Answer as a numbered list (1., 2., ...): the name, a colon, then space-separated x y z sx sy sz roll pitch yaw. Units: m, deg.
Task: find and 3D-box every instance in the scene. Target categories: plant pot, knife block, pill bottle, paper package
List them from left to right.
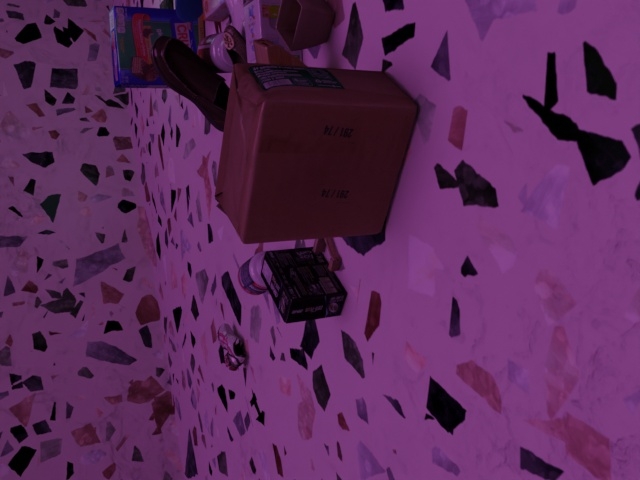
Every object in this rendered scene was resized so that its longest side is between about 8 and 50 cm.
1. pill bottle: -0.291 -0.573 1.930 0.216 0.121 0.121 27 118 60
2. pill bottle: -0.162 0.088 1.804 0.180 0.107 0.108 -34 64 61
3. knife block: -0.084 -0.286 1.440 0.242 0.275 0.088 -57 36 7
4. plant pot: -0.031 -0.504 1.439 0.109 0.096 0.109 62 147 38
5. paper package: -0.014 -0.166 1.213 0.168 0.324 0.310 53 139 46

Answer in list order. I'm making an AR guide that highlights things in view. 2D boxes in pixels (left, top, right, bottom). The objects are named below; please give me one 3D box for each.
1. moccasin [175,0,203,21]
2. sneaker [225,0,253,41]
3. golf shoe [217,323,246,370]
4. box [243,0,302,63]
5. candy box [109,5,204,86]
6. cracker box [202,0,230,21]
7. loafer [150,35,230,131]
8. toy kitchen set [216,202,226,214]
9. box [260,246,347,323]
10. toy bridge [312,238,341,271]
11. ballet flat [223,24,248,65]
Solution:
1. moccasin: -0.409 -0.913 2.132 0.342 0.137 0.117 -64 33 24
2. sneaker: -0.187 -0.638 1.739 0.169 0.108 0.293 22 124 59
3. golf shoe: -0.302 0.359 2.206 0.086 0.067 0.186 -46 48 23
4. box: -0.119 -0.496 1.599 0.103 0.114 0.203 8 102 62
5. candy box: -0.582 -0.689 2.280 0.122 0.317 0.269 16 110 61
6. cracker box: -0.313 -0.797 1.993 0.232 0.067 0.156 -170 77 -64
7. loafer: -0.346 -0.480 1.903 0.130 0.366 0.134 -4 57 42
8. toy kitchen set: -0.279 -0.109 2.059 0.068 0.083 0.075 -54 27 -10
9. box: -0.044 0.103 1.521 0.180 0.147 0.078 56 142 43
10. toy bridge: 0.000 0.000 1.550 0.188 0.026 0.063 50 135 49
11. ballet flat: -0.219 -0.474 1.755 0.084 0.058 0.250 35 154 41
